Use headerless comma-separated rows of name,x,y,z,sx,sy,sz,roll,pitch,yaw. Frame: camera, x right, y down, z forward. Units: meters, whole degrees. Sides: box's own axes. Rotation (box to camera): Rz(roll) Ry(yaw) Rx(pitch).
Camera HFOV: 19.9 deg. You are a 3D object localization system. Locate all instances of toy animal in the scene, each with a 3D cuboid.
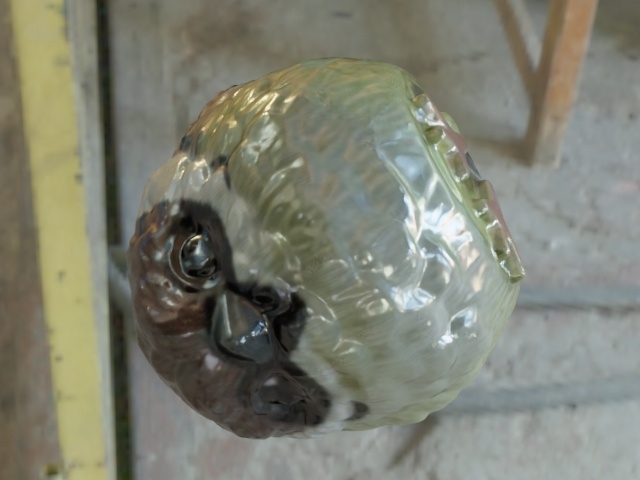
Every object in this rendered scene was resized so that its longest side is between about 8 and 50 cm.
toy animal,0.000,0.000,0.470,0.098,0.098,0.137,8,14,4
